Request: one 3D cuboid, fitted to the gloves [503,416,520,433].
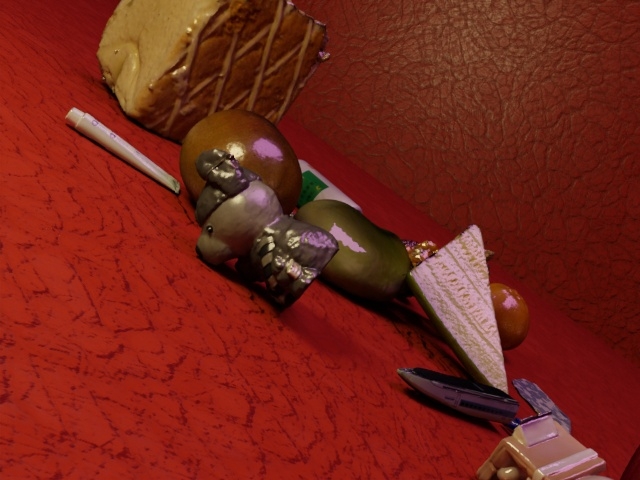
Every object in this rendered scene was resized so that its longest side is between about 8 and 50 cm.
[{"bbox_3d":[0.327,0.307,1.544,0.064,0.026,0.086,30,12,-14],"label":"gloves"}]

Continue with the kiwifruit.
[{"bbox_3d":[-0.130,-0.112,1.560,0.196,0.196,0.234,25,14,-41],"label":"kiwifruit"}]

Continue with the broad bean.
[{"bbox_3d":[0.061,0.020,1.752,0.291,0.119,0.238,17,31,-50],"label":"broad bean"}]

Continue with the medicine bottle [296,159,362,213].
[{"bbox_3d":[-0.019,-0.108,2.123,0.260,0.095,0.095,43,13,33],"label":"medicine bottle"}]

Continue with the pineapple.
[{"bbox_3d":[0.290,0.101,1.849,0.140,0.164,0.249,-111,176,-64],"label":"pineapple"}]

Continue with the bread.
[{"bbox_3d":[-0.232,-0.398,1.993,0.371,0.390,0.279,19,24,-52],"label":"bread"}]

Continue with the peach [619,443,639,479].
[{"bbox_3d":[0.587,0.420,1.255,0.339,0.353,0.416,-113,-172,-60],"label":"peach"}]

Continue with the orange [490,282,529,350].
[{"bbox_3d":[0.383,0.163,2.047,0.159,0.136,0.159,32,14,-9],"label":"orange"}]

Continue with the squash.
[{"bbox_3d":[0.285,0.142,1.712,0.288,0.203,0.111,51,-31,10],"label":"squash"}]

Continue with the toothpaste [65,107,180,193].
[{"bbox_3d":[-0.323,-0.147,1.555,0.218,0.033,0.052,35,14,-15],"label":"toothpaste"}]

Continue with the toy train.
[{"bbox_3d":[0.200,0.236,1.431,0.252,0.048,0.055,20,8,-36],"label":"toy train"}]

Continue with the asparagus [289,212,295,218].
[{"bbox_3d":[0.000,0.000,1.908,0.233,0.022,0.023,41,56,19],"label":"asparagus"}]

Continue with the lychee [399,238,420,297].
[{"bbox_3d":[0.176,0.055,1.949,0.123,0.123,0.129,24,24,-44],"label":"lychee"}]

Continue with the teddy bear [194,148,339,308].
[{"bbox_3d":[-0.096,-0.002,1.363,0.251,0.144,0.171,38,-10,15],"label":"teddy bear"}]

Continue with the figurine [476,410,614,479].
[{"bbox_3d":[0.309,0.334,1.160,0.163,0.141,0.237,-10,41,-34],"label":"figurine"}]

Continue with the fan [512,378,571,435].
[{"bbox_3d":[0.439,0.323,1.861,0.131,0.009,0.240,32,11,-10],"label":"fan"}]
